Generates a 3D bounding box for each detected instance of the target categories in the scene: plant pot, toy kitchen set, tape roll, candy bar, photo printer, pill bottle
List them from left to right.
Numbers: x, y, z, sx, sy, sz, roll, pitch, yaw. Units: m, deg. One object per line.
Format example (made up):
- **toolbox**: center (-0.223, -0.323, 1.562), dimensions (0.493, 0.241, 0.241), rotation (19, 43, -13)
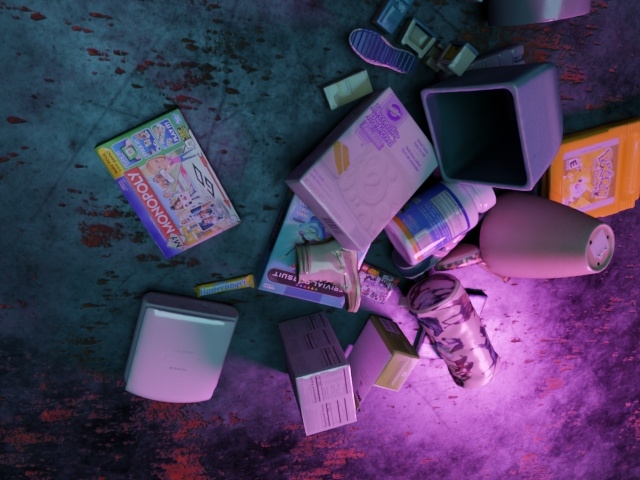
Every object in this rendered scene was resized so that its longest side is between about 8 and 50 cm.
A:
- **photo printer**: center (-0.387, 0.306, 1.354), dimensions (0.256, 0.107, 0.307), rotation (14, 109, -20)
- **candy bar**: center (-0.262, 0.125, 1.357), dimensions (0.162, 0.018, 0.040), rotation (-11, 115, -11)
- **toy kitchen set**: center (0.251, -0.492, 1.136), dimensions (0.207, 0.166, 0.122), rotation (28, 104, -24)
- **pill bottle**: center (0.312, -0.067, 1.299), dimensions (0.272, 0.152, 0.152), rotation (-33, 117, -3)
- **plant pot**: center (0.434, -0.295, 1.172), dimensions (0.252, 0.247, 0.247), rotation (-37, 120, -27)
- **tape roll**: center (0.502, -0.551, 1.147), dimensions (0.219, 0.219, 0.072), rotation (-15, 115, -8)
- **plant pot**: center (0.628, -0.002, 1.350), dimensions (0.257, 0.274, 0.256), rotation (-5, 100, -30)

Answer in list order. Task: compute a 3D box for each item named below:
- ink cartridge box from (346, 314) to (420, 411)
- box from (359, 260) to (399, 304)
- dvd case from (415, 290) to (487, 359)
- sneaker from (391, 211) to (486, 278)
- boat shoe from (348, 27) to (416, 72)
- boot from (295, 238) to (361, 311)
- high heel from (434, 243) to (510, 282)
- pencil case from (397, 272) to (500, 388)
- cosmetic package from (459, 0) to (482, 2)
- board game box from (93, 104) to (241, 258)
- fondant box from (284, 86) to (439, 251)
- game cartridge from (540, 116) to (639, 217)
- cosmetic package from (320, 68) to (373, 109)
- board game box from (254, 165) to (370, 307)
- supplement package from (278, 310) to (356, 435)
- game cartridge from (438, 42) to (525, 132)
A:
- **ink cartridge box**: center (0.162, 0.384, 1.488), dimensions (0.097, 0.188, 0.255), rotation (20, 108, -23)
- **box**: center (0.153, 0.124, 1.460), dimensions (0.137, 0.027, 0.093), rotation (25, 104, -23)
- **dvd case**: center (0.419, 0.275, 1.600), dimensions (0.181, 0.022, 0.252), rotation (7, 111, -18)
- **sneaker**: center (0.344, -0.010, 1.427), dimensions (0.319, 0.112, 0.131), rotation (-35, 146, -3)
- **boat shoe**: center (0.138, -0.449, 1.181), dimensions (0.183, 0.066, 0.066), rotation (18, 110, -27)
- **boot**: center (0.018, 0.099, 1.296), dimensions (0.165, 0.077, 0.213), rotation (-10, 108, -12)
- **high heel**: center (0.470, 0.091, 1.491), dimensions (0.261, 0.093, 0.186), rotation (-23, 114, -11)
- **pencil case**: center (0.400, 0.279, 1.494), dimensions (0.184, 0.159, 0.410), rotation (-14, 124, 33)
- **cosmetic package**: center (0.265, -0.623, 1.122), dimensions (0.239, 0.099, 0.060), rotation (20, 109, -21)
- **board game box**: center (-0.359, -0.134, 1.202), dimensions (0.214, 0.046, 0.317), rotation (-27, 117, -3)
- **fondant box**: center (0.112, -0.172, 1.211), dimensions (0.330, 0.096, 0.238), rotation (-49, 112, -15)
- **game cartridge**: center (0.814, -0.195, 1.480), dimensions (0.324, 0.052, 0.285), rotation (-15, 116, -7)
- **cosmetic package**: center (0.064, -0.370, 1.211), dimensions (0.115, 0.041, 0.060), rotation (-26, 117, -2)
- **board game box**: center (0.000, 0.000, 1.336), dimensions (0.254, 0.079, 0.335), rotation (15, 108, -20)
- **supplement package**: center (-0.014, 0.364, 1.390), dimensions (0.145, 0.262, 0.203), rotation (-12, 116, -9)
- **game cartridge**: center (0.447, -0.313, 1.330), dimensions (0.230, 0.068, 0.354), rotation (-19, 117, -2)
